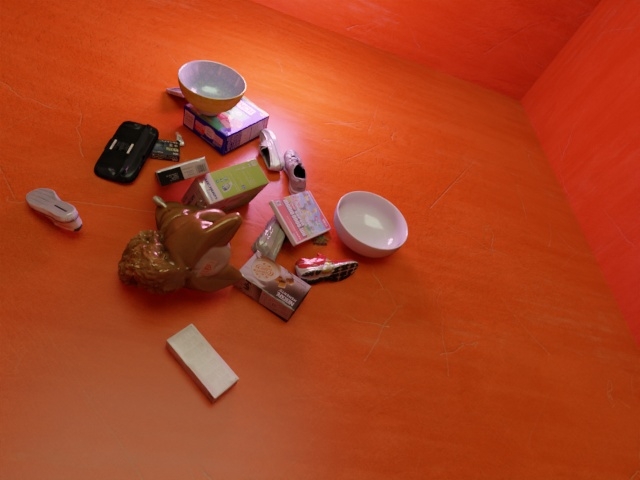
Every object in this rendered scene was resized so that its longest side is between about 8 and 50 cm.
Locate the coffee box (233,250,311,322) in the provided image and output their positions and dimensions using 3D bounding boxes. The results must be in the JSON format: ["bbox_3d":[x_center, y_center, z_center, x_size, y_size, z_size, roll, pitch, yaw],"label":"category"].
[{"bbox_3d":[-0.179,0.169,1.615,0.247,0.098,0.141,34,47,5],"label":"coffee box"}]

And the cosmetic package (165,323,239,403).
[{"bbox_3d":[-0.373,0.385,1.374,0.239,0.060,0.099,45,51,14],"label":"cosmetic package"}]

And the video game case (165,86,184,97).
[{"bbox_3d":[-0.629,-0.736,2.152,0.201,0.023,0.183,-22,35,-36],"label":"video game case"}]

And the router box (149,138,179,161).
[{"bbox_3d":[-0.674,-0.392,1.892,0.123,0.038,0.092,4,52,-22],"label":"router box"}]

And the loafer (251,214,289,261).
[{"bbox_3d":[-0.173,-0.031,1.789,0.111,0.112,0.319,42,43,-14],"label":"loafer"}]

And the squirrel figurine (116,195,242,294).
[{"bbox_3d":[-0.498,0.001,1.469,0.397,0.281,0.370,-28,49,-29],"label":"squirrel figurine"}]

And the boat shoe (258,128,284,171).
[{"bbox_3d":[-0.251,-0.439,2.087,0.084,0.095,0.258,-6,55,-34],"label":"boat shoe"}]

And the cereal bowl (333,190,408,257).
[{"bbox_3d":[0.208,-0.054,1.950,0.339,0.141,0.338,13,49,-15],"label":"cereal bowl"}]

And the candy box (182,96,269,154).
[{"bbox_3d":[-0.447,-0.581,2.096,0.268,0.122,0.317,37,46,10],"label":"candy box"}]

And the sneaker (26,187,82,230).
[{"bbox_3d":[-0.923,-0.100,1.507,0.258,0.091,0.094,28,48,28],"label":"sneaker"}]

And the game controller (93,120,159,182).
[{"bbox_3d":[-0.791,-0.369,1.789,0.167,0.067,0.319,9,56,4],"label":"game controller"}]

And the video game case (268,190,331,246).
[{"bbox_3d":[-0.079,-0.100,1.839,0.204,0.025,0.285,60,33,3],"label":"video game case"}]

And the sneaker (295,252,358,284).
[{"bbox_3d":[0.028,0.096,1.774,0.279,0.107,0.118,-3,45,-30],"label":"sneaker"}]

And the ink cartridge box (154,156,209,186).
[{"bbox_3d":[-0.541,-0.264,1.680,0.176,0.371,0.069,-21,107,-17],"label":"ink cartridge box"}]

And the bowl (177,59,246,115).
[{"bbox_3d":[-0.488,-0.653,1.948,0.290,0.156,0.289,11,48,-13],"label":"bowl"}]

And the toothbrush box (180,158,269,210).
[{"bbox_3d":[-0.379,-0.196,1.736,0.283,0.206,0.122,-26,86,-39],"label":"toothbrush box"}]

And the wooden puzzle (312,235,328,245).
[{"bbox_3d":[0.000,0.000,1.901,0.083,0.006,0.049,1,53,-24],"label":"wooden puzzle"}]

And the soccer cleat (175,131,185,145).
[{"bbox_3d":[-0.640,-0.458,1.970,0.036,0.029,0.083,-20,68,-40],"label":"soccer cleat"}]

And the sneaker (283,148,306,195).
[{"bbox_3d":[-0.106,-0.339,2.056,0.105,0.115,0.281,1,53,-24],"label":"sneaker"}]
